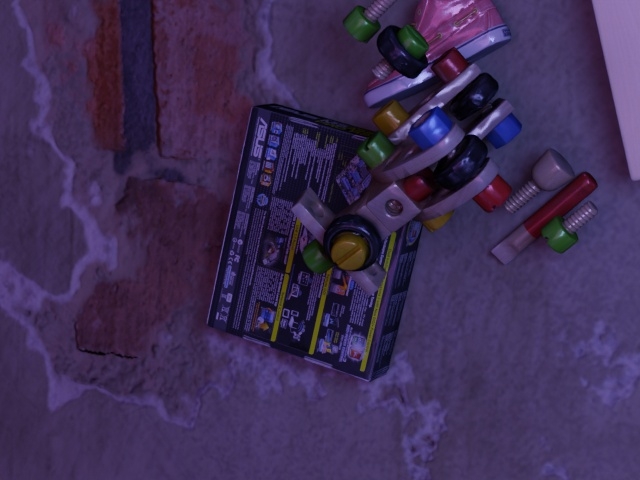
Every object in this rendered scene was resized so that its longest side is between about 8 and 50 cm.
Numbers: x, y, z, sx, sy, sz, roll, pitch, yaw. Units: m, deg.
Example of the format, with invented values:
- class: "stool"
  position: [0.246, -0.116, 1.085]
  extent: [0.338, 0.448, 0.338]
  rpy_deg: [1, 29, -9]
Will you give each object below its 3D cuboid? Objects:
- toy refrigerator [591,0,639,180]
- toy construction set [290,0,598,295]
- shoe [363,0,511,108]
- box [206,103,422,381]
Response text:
- class: "toy refrigerator"
  position: [0.343, -0.204, 1.689]
  extent: [0.102, 0.094, 0.269]
  rpy_deg: [-13, 92, 18]
- class: "toy construction set"
  position: [0.111, -0.046, 1.720]
  extent: [0.237, 0.309, 0.257]
  rpy_deg: [-43, 36, 23]
- class: "shoe"
  position: [0.115, -0.215, 1.805]
  extent: [0.178, 0.063, 0.081]
  rpy_deg: [-27, 84, 19]
- class: "box"
  position: [0.000, 0.000, 1.881]
  extent: [0.216, 0.060, 0.270]
  rpy_deg: [17, 103, 21]
